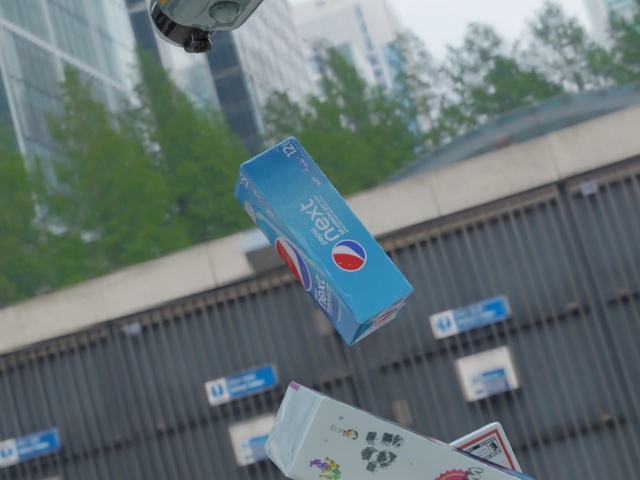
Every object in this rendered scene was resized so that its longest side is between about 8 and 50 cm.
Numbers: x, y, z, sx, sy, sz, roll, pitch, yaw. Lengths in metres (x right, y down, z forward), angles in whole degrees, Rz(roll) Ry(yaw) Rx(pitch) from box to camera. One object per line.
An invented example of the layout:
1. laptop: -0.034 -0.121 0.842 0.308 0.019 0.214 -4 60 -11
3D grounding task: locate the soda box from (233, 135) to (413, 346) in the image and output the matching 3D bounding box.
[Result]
1. soda box: 0.000 0.000 1.256 0.071 0.210 0.067 -31 -17 -23

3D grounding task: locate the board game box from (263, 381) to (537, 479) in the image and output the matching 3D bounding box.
1. board game box: 0.103 0.259 1.344 0.303 0.097 0.224 24 -5 -8

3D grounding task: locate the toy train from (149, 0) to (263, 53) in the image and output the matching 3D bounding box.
1. toy train: -0.075 -0.306 1.083 0.142 0.190 0.334 2 -22 -32

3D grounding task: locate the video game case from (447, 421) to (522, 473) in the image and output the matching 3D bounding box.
1. video game case: 0.202 0.404 1.567 0.204 0.285 0.025 -22 -6 -22
